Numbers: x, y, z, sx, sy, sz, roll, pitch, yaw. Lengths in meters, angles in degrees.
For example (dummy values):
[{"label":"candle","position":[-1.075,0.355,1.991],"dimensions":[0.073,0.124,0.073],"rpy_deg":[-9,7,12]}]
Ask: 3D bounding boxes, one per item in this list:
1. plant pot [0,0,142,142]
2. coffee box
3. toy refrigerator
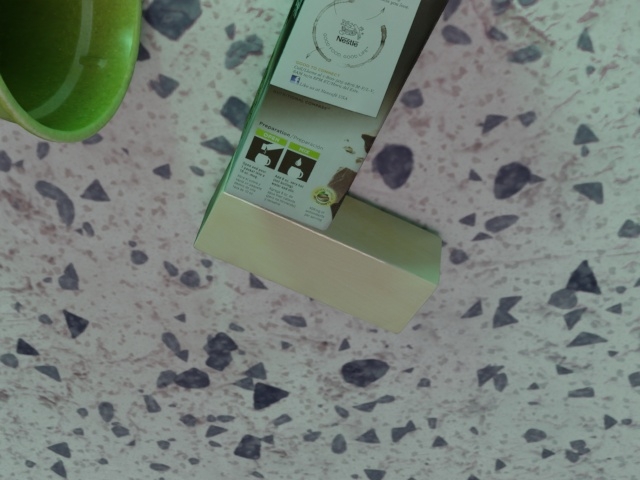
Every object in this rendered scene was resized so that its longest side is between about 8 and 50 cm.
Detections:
[{"label":"plant pot","position":[-0.346,-0.235,0.858],"dimensions":[0.254,0.276,0.276],"rpy_deg":[5,127,16]},{"label":"coffee box","position":[0.018,-0.183,0.894],"dimensions":[0.119,0.168,0.297],"rpy_deg":[21,126,-9]},{"label":"toy refrigerator","position":[0.000,0.000,1.077],"dimensions":[0.270,0.094,0.102],"rpy_deg":[23,132,-10]}]
